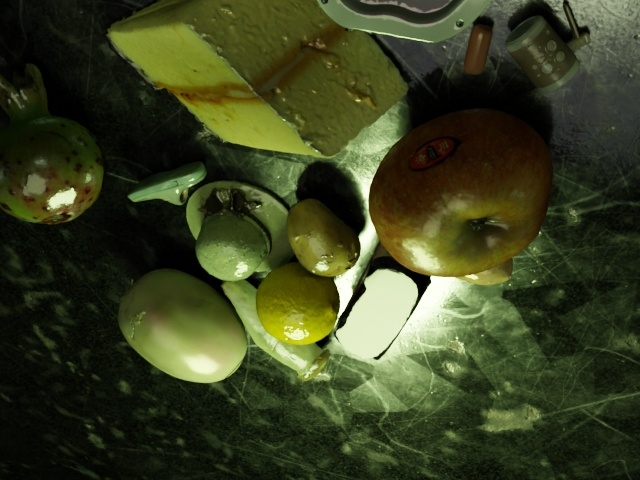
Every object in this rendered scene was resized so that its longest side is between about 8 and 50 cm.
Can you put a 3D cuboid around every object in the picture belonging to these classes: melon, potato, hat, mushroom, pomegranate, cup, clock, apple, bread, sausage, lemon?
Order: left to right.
[{"bbox_3d":[-0.573,-0.176,1.405,0.242,0.242,0.306,-35,92,38],"label":"pomegranate"},{"bbox_3d":[-0.317,0.198,1.629,0.317,0.223,0.223,39,131,-18],"label":"melon"},{"bbox_3d":[-0.183,0.010,1.480,0.257,0.130,0.257,9,132,11],"label":"hat"},{"bbox_3d":[-0.126,-0.319,1.243,0.405,0.242,0.345,15,149,55],"label":"bread"},{"bbox_3d":[-0.116,0.207,1.661,0.333,0.087,0.107,41,111,-15],"label":"mushroom"},{"bbox_3d":[-0.052,0.134,1.509,0.203,0.178,0.178,3,134,43],"label":"lemon"},{"bbox_3d":[0.000,0.000,1.412,0.176,0.137,0.137,42,130,-16],"label":"potato"},{"bbox_3d":[0.125,-0.448,0.987,0.339,0.102,0.338,10,132,11],"label":"clock"},{"bbox_3d":[0.235,-0.067,1.185,0.277,0.250,0.309,41,128,-17],"label":"apple"},{"bbox_3d":[0.297,0.031,1.353,0.147,0.112,0.112,9,133,21],"label":"potato"},{"bbox_3d":[0.249,-0.302,1.119,0.034,0.034,0.083,13,134,8],"label":"sausage"},{"bbox_3d":[0.345,-0.291,1.067,0.099,0.074,0.102,43,130,-19],"label":"cup"}]

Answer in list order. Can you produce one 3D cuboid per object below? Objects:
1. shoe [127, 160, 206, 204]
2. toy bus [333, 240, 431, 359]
[{"bbox_3d":[-0.308,-0.102,1.458,0.195,0.079,0.078,-18,115,26],"label":"shoe"},{"bbox_3d":[0.129,0.115,1.451,0.128,0.147,0.302,23,132,0],"label":"toy bus"}]
